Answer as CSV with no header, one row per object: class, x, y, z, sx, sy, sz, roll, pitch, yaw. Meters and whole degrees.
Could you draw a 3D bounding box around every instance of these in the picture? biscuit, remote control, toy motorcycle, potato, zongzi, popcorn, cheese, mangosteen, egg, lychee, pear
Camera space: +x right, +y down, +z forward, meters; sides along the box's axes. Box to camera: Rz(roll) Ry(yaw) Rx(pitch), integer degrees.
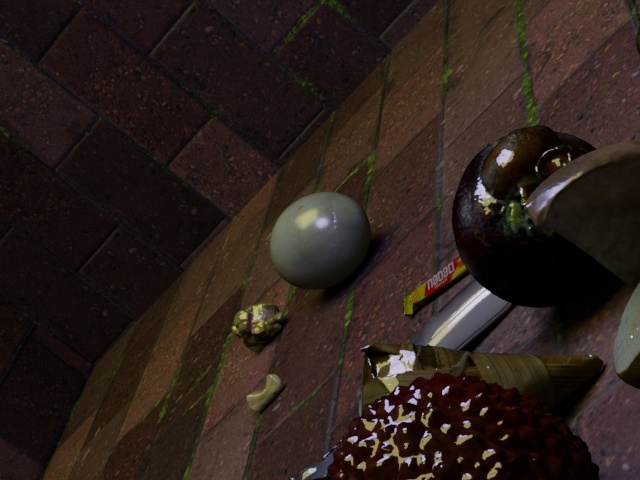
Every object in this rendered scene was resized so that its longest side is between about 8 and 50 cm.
biscuit,0.233,0.039,2.151,0.292,0.026,0.048,-41,36,38
remote control,0.167,0.144,1.965,0.313,0.055,0.109,-42,13,9
toy motorcycle,0.020,0.345,1.921,0.122,0.082,0.213,-29,12,43
potato,0.365,-0.063,1.487,0.211,0.264,0.189,-53,21,18
zongzi,0.187,0.254,1.559,0.134,0.288,0.286,56,-145,-66
popcorn,-0.130,0.180,2.867,0.109,0.089,0.097,-41,-22,3
cheese,-0.107,0.291,2.564,0.083,0.044,0.030,-50,-3,16
mangosteen,0.279,-0.035,1.676,0.231,0.231,0.289,-52,-8,-4
egg,0.000,0.000,2.677,0.253,0.186,0.186,-34,21,44
lychee,0.137,0.259,1.333,0.300,0.264,0.264,-7,42,45
pear,0.370,0.095,1.369,0.141,0.104,0.141,20,-90,-88

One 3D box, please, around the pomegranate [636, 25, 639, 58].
pomegranate,0.524,-0.268,1.779,0.191,0.152,0.131,-26,13,12
